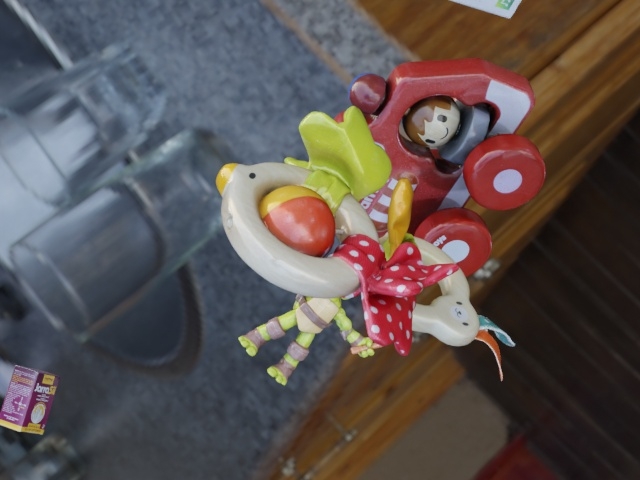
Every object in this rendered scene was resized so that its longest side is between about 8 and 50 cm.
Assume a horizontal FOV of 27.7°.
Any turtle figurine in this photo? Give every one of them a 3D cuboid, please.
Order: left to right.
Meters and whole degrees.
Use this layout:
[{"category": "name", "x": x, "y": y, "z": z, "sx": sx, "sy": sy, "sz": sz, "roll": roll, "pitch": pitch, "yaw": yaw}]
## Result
[{"category": "turtle figurine", "x": -0.026, "y": 0.115, "z": 2.105, "sx": 0.269, "sy": 0.217, "sz": 0.087, "roll": 45, "pitch": -171, "yaw": -22}]

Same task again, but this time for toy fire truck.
[{"category": "toy fire truck", "x": 0.122, "y": -0.103, "z": 1.651, "sx": 0.302, "sy": 0.254, "sz": 0.169, "roll": -58, "pitch": 28, "yaw": 31}]

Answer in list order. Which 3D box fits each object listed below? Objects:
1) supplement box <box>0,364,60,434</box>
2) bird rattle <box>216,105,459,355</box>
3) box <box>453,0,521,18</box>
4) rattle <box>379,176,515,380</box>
[{"category": "supplement box", "x": -0.394, "y": 0.216, "z": 1.760, "sx": 0.043, "sy": 0.083, "sz": 0.055, "roll": 13, "pitch": 174, "yaw": 27}, {"category": "bird rattle", "x": 0.000, "y": 0.000, "z": 1.283, "sx": 0.143, "sy": 0.207, "sz": 0.254, "roll": -52, "pitch": 46, "yaw": 45}, {"category": "box", "x": 0.145, "y": -0.409, "z": 1.562, "sx": 0.232, "sy": 0.322, "sz": 0.058, "roll": -58, "pitch": 31, "yaw": 39}, {"category": "rattle", "x": 0.144, "y": 0.039, "z": 1.371, "sx": 0.199, "sy": 0.130, "sz": 0.143, "roll": 39, "pitch": 117, "yaw": 16}]
